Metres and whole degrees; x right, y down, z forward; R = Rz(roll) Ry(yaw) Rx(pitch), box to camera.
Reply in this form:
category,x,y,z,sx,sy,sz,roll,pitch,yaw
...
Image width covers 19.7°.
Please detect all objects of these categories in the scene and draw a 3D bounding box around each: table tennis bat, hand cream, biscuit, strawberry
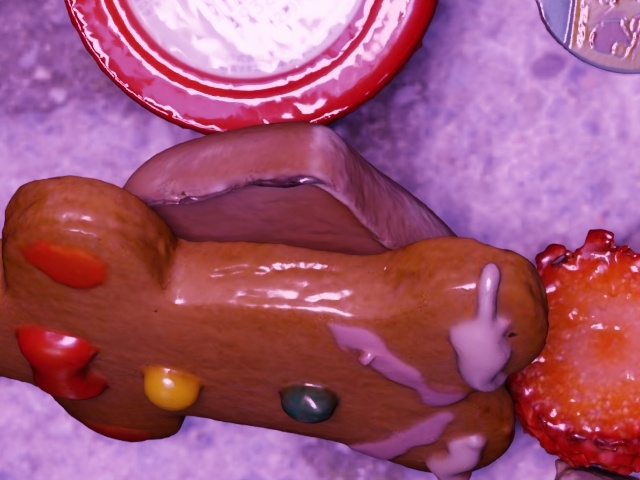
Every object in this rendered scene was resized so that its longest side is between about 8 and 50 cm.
category,x,y,z,sx,sy,sz,roll,pitch,yaw
table tennis bat,0.168,-0.154,1.122,0.155,0.019,0.100,8,99,-1
hand cream,-0.037,-0.168,1.064,0.230,0.149,0.230,0,100,2
biscuit,-0.098,0.062,1.036,0.432,0.283,0.064,8,62,4
strawberry,0.176,0.073,1.106,0.145,0.086,0.145,-8,64,17

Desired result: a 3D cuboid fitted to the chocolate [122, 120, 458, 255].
category,x,y,z,sx,sy,sz,roll,pitch,yaw
chocolate,-0.001,-0.001,1.054,0.161,0.261,0.083,-9,61,28

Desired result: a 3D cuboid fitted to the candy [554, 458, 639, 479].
category,x,y,z,sx,sy,sz,roll,pitch,yaw
candy,0.199,0.243,1.114,0.195,0.137,0.184,19,98,-2
